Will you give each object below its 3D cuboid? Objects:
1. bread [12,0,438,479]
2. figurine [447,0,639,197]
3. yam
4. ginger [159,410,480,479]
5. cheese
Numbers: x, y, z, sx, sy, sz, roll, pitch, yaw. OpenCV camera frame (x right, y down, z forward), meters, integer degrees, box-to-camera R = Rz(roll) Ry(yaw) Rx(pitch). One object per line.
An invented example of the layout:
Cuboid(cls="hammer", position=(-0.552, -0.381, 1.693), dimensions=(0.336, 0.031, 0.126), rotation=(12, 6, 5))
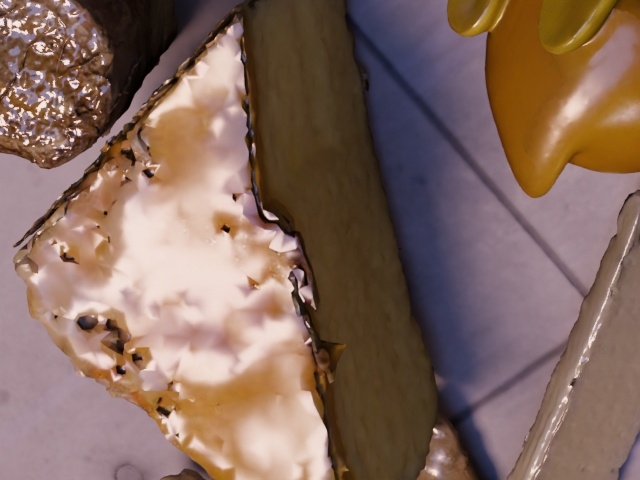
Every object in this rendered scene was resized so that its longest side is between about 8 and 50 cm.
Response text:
Cuboid(cls="bread", position=(0.000, 0.000, 1.161), dimensions=(0.315, 0.248, 0.279), rotation=(34, 117, -3))
Cuboid(cls="figurine", position=(0.202, -0.107, 1.095), dimensions=(0.228, 0.215, 0.215), rotation=(-7, 119, -28))
Cuboid(cls="yam", position=(-0.166, -0.137, 1.155), dimensions=(0.128, 0.238, 0.129), rotation=(-31, 104, 19))
Cuboid(cls="ginger", position=(0.000, 0.178, 1.335), dimensions=(0.258, 0.065, 0.149), rotation=(4, 109, 3))
Cuboid(cls="cheese", position=(0.184, 0.143, 1.274), dimensions=(0.085, 0.034, 0.400), rotation=(10, 118, -22))
